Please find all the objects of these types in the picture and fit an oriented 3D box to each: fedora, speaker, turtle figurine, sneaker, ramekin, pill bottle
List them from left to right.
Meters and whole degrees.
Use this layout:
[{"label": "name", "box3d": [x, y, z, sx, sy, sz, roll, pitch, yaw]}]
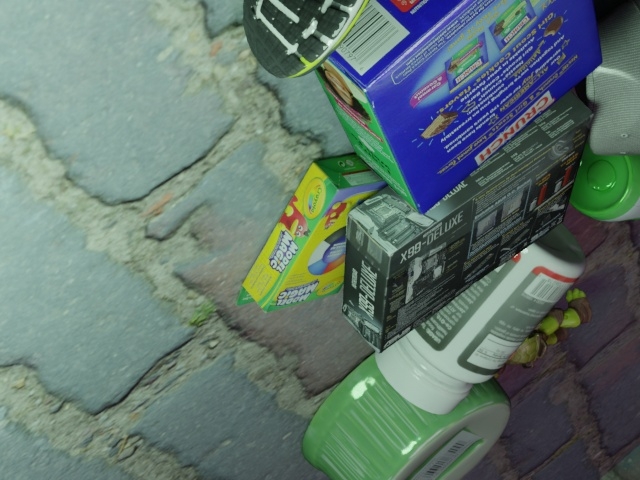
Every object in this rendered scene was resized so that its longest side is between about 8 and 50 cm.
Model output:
[{"label": "sneaker", "box3d": [0.047, -0.260, 1.370, 0.300, 0.111, 0.121, -50, 158, 23]}, {"label": "ramekin", "box3d": [0.136, 0.274, 2.307, 0.303, 0.148, 0.303, -33, 154, -18]}, {"label": "pill bottle", "box3d": [0.206, 0.085, 2.087, 0.161, 0.161, 0.283, 0, 133, -55]}, {"label": "turtle figurine", "box3d": [0.326, 0.144, 2.442, 0.217, 0.087, 0.269, -21, 148, -37]}, {"label": "fedora", "box3d": [0.357, -0.191, 1.845, 0.124, 0.243, 0.275, -11, 163, 2]}, {"label": "speaker", "box3d": [0.450, -0.088, 2.195, 0.296, 0.131, 0.131, -1, 134, -53]}]

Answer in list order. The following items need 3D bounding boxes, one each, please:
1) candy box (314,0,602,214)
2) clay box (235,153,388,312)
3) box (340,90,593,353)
[{"label": "candy box", "box3d": [0.138, -0.198, 1.577, 0.268, 0.122, 0.317, -41, 154, -4]}, {"label": "clay box", "box3d": [0.000, 0.000, 1.782, 0.127, 0.053, 0.222, -13, 142, -46]}, {"label": "box", "box3d": [0.166, -0.026, 1.832, 0.307, 0.076, 0.242, -34, 156, -18]}]
